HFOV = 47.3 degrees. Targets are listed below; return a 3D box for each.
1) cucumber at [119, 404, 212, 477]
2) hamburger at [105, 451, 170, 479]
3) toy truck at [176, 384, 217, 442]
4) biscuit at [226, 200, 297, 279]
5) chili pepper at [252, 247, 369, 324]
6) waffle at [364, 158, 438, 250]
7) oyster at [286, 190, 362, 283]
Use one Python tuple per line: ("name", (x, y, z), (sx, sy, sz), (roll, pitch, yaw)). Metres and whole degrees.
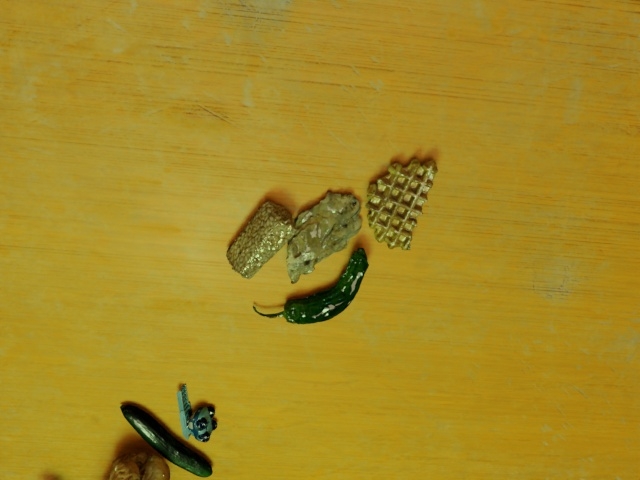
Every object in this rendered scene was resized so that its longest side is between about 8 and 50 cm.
("cucumber", (-0.361, 0.477, 1.719), (0.056, 0.056, 0.284), (-40, 111, 15))
("hamburger", (-0.436, 0.622, 1.682), (0.146, 0.243, 0.286), (20, 116, -16))
("toy truck", (-0.285, 0.399, 1.685), (0.074, 0.063, 0.136), (5, 114, 16))
("biscuit", (-0.122, 0.000, 1.489), (0.070, 0.082, 0.168), (25, 114, -41))
("chili pepper", (0.000, 0.123, 1.561), (0.279, 0.065, 0.122), (-32, 112, 12))
("waffle", (0.171, -0.069, 1.488), (0.160, 0.046, 0.192), (-15, 117, 4))
("oyster", (-0.001, -0.009, 1.495), (0.209, 0.072, 0.133), (-29, 117, 8))
